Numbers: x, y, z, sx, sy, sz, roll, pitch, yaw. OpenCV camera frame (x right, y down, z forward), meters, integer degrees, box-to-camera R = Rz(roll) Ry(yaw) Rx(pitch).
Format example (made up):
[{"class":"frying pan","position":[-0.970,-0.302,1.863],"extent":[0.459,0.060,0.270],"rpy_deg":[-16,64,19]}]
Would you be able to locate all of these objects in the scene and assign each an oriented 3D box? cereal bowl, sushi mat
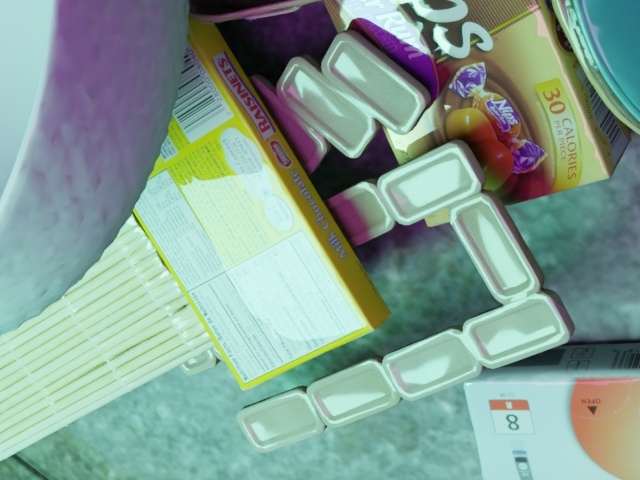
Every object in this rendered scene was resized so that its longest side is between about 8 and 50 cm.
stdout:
[{"class":"cereal bowl","position":[-0.180,-0.108,0.890],"extent":[0.339,0.141,0.339],"rpy_deg":[-4,85,44]},{"class":"sushi mat","position":[-0.198,0.053,1.073],"extent":[0.316,0.019,0.151],"rpy_deg":[-29,103,39]}]

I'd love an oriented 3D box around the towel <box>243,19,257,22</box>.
[{"class":"towel","position":[-0.046,-0.176,0.915],"extent":[0.067,0.029,0.119],"rpy_deg":[22,123,9]}]

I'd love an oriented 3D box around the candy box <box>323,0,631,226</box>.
[{"class":"candy box","position":[0.071,-0.109,0.892],"extent":[0.109,0.053,0.186],"rpy_deg":[-15,112,30]}]

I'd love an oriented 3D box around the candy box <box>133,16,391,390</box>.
[{"class":"candy box","position":[-0.055,-0.026,0.940],"extent":[0.105,0.027,0.206],"rpy_deg":[-27,96,42]}]

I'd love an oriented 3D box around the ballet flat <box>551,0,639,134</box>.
[{"class":"ballet flat","position":[0.130,-0.160,0.836],"extent":[0.080,0.073,0.232],"rpy_deg":[-24,108,-3]}]

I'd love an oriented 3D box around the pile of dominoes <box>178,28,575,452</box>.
[{"class":"pile of dominoes","position":[0.000,0.000,0.961],"extent":[0.251,0.040,0.196],"rpy_deg":[-25,98,39]}]

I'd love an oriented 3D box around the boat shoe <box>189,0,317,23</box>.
[{"class":"boat shoe","position":[0.003,-0.139,0.843],"extent":[0.153,0.048,0.056],"rpy_deg":[-13,111,29]}]

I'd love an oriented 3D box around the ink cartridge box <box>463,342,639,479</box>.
[{"class":"ink cartridge box","position":[0.167,0.143,0.997],"extent":[0.145,0.045,0.179],"rpy_deg":[-4,113,23]}]
